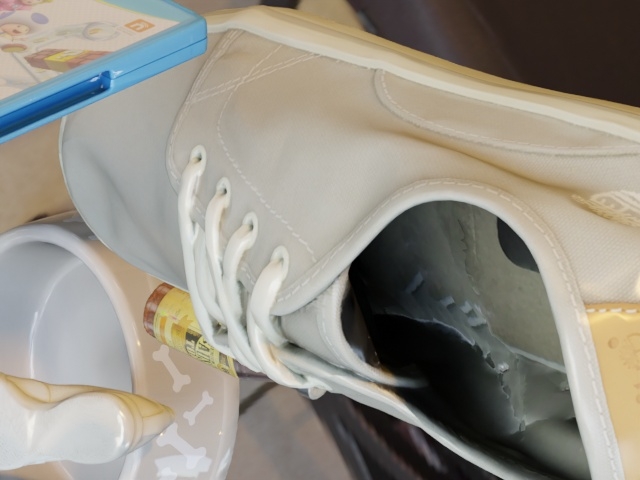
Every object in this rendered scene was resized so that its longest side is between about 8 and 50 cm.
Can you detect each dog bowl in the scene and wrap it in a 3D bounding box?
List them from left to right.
[{"bbox_3d":[-0.232,0.135,1.411,0.102,0.348,0.349,-3,70,-47],"label":"dog bowl"}]

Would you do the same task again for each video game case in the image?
[{"bbox_3d":[-0.136,-0.060,0.476,0.119,0.015,0.166,29,42,32],"label":"video game case"}]

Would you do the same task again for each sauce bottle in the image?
[{"bbox_3d":[-0.051,0.063,0.913,0.042,0.128,0.042,-33,133,-44],"label":"sauce bottle"}]

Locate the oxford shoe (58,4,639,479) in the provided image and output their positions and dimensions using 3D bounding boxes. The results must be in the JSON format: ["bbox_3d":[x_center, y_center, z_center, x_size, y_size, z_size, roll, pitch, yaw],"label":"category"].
[{"bbox_3d":[0.000,0.000,0.636,0.130,0.449,0.169,-35,122,-30],"label":"oxford shoe"}]

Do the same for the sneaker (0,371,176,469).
[{"bbox_3d":[-0.219,0.150,1.244,0.094,0.212,0.080,-4,96,-59],"label":"sneaker"}]
